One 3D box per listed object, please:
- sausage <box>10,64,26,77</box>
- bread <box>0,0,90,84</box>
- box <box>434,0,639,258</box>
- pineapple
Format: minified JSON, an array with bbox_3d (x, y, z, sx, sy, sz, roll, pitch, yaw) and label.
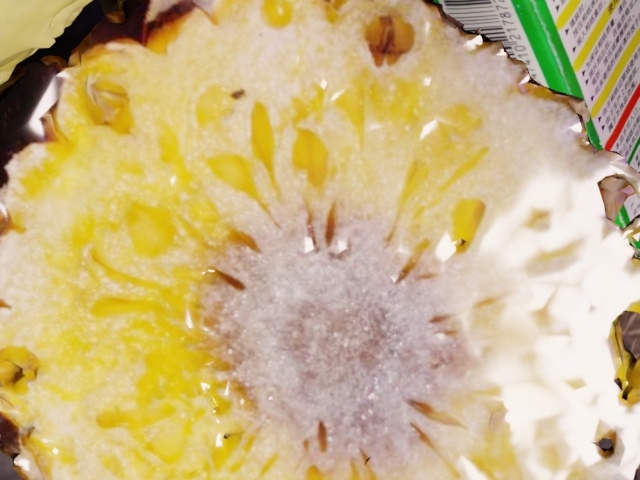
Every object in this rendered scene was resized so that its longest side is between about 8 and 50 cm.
[{"bbox_3d":[-0.130,-0.030,0.544,0.059,0.054,0.094,-29,127,-35],"label":"sausage"},{"bbox_3d":[-0.175,-0.157,0.314,0.320,0.237,0.321,-14,118,-28],"label":"bread"},{"bbox_3d":[0.131,-0.120,0.681,0.180,0.103,0.250,-54,137,-21],"label":"box"},{"bbox_3d":[0.000,0.000,0.556,0.262,0.272,0.263,1,103,5],"label":"pineapple"}]
